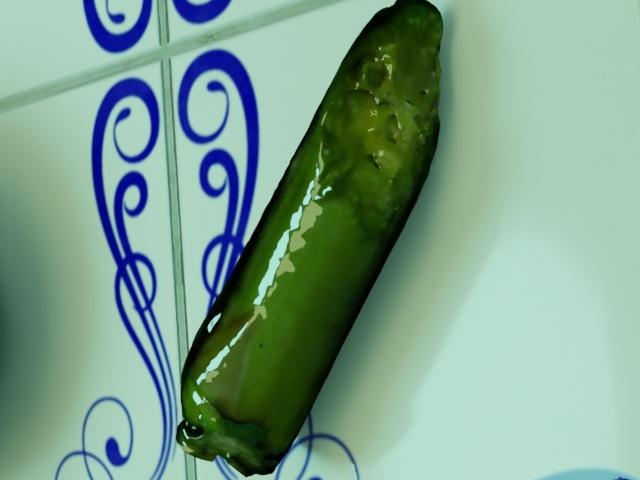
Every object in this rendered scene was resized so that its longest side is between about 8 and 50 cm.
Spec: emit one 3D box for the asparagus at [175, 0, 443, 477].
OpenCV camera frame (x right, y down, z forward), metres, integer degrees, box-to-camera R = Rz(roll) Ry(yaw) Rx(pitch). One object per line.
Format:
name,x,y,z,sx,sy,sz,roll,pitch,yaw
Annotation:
asparagus,0.000,0.000,1.213,0.108,0.128,0.382,28,110,3
